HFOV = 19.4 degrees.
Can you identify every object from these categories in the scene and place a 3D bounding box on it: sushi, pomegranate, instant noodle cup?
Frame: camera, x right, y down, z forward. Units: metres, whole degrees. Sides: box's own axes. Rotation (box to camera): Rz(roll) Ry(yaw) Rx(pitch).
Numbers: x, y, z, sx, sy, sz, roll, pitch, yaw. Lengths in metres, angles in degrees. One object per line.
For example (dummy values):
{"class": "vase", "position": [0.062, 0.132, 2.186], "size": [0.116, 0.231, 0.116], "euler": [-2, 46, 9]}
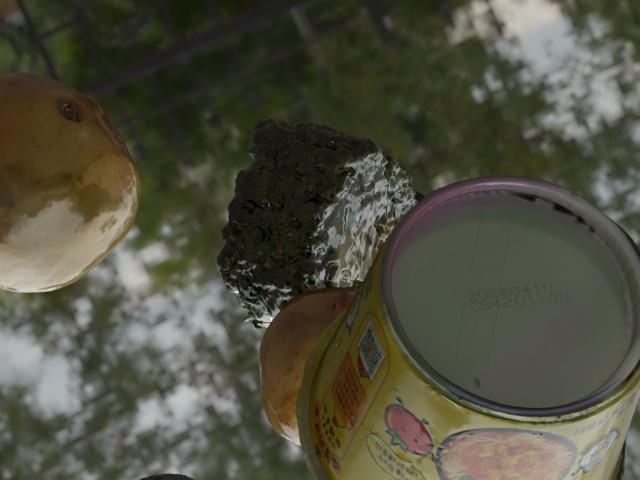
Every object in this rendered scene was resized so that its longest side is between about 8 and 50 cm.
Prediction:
{"class": "sushi", "position": [0.000, 0.000, 2.661], "size": [0.178, 0.294, 0.352], "euler": [13, 170, 26]}
{"class": "pomegranate", "position": [-0.297, -0.061, 1.861], "size": [0.233, 0.233, 0.233], "euler": [-24, -172, 3]}
{"class": "instant noodle cup", "position": [0.153, 0.110, 1.690], "size": [0.325, 0.325, 0.254], "euler": [-28, 157, -25]}
{"class": "pomegranate", "position": [0.013, 0.160, 2.338], "size": [0.207, 0.207, 0.207], "euler": [-24, -172, 3]}

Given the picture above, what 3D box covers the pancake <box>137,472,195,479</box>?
{"class": "pancake", "position": [-0.243, 0.377, 2.326], "size": [0.254, 0.037, 0.253], "euler": [-23, -158, 10]}
